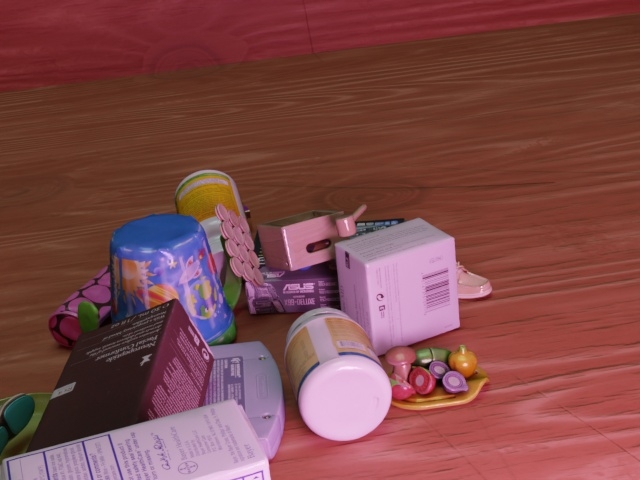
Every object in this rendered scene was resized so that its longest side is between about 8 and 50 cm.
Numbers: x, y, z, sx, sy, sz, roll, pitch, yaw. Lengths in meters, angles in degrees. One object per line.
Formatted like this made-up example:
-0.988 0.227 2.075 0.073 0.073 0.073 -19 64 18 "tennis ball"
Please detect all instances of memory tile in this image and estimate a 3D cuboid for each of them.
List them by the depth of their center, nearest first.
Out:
-0.148 0.010 1.971 0.012 0.148 0.113 -26 -25 18 "memory tile"

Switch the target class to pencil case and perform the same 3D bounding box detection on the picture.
-0.418 0.122 2.031 0.098 0.095 0.209 19 33 13 "pencil case"

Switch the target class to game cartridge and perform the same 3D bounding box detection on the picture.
-0.155 0.259 1.725 0.196 0.060 0.294 -9 25 -1 "game cartridge"

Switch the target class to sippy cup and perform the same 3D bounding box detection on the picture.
-0.277 0.080 1.928 0.240 0.224 0.305 -1 26 10 "sippy cup"

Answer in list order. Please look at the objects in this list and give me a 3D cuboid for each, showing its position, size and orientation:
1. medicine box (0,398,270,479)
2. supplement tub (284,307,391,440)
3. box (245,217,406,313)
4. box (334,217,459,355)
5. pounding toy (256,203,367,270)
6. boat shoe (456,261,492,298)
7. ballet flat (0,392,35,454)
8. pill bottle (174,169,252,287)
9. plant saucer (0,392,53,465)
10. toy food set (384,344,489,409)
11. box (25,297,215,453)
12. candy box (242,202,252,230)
-0.201 0.361 1.263 0.289 0.263 0.149 -12 25 -15 "medicine box"
0.022 0.204 1.695 0.144 0.144 0.199 -9 25 -8 "supplement tub"
0.018 0.048 2.109 0.307 0.076 0.242 -3 26 5 "box"
0.136 0.079 1.896 0.182 0.181 0.119 -17 25 -22 "box"
0.011 -0.002 1.973 0.181 0.094 0.206 -15 9 -23 "pounding toy"
0.243 0.066 2.046 0.170 0.059 0.063 10 29 30 "boat shoe"
-0.493 0.287 1.642 0.052 0.057 0.168 -8 23 17 "ballet flat"
-0.214 -0.021 2.200 0.136 0.136 0.245 -10 42 -10 "pill bottle"
-0.470 0.317 1.679 0.241 0.037 0.241 -5 24 2 "plant saucer"
0.163 0.210 1.740 0.218 0.071 0.128 -8 25 -6 "toy food set"
-0.290 0.262 1.561 0.191 0.143 0.381 -21 27 15 "box"
-0.233 -0.064 2.429 0.109 0.053 0.186 -14 25 -17 "candy box"
